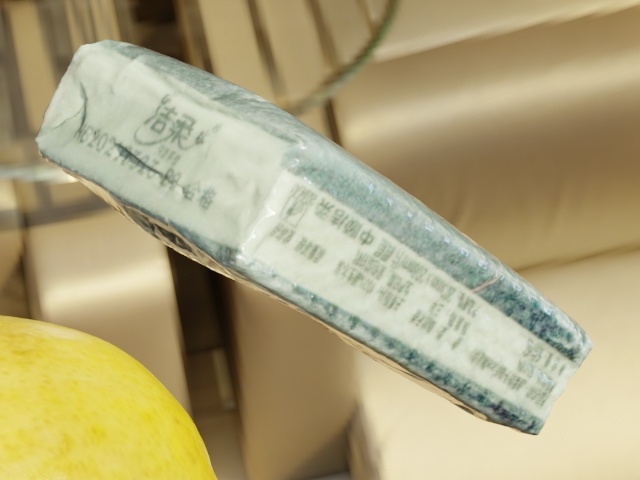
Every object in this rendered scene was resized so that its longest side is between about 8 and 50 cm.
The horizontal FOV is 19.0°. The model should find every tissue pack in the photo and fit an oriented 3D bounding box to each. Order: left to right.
[{"bbox_3d":[0.000,0.000,1.207,0.228,0.103,0.315,26,176,46],"label":"tissue pack"}]

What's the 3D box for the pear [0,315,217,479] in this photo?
[{"bbox_3d":[-0.176,0.184,0.845,0.314,0.314,0.314,-11,156,-5],"label":"pear"}]
